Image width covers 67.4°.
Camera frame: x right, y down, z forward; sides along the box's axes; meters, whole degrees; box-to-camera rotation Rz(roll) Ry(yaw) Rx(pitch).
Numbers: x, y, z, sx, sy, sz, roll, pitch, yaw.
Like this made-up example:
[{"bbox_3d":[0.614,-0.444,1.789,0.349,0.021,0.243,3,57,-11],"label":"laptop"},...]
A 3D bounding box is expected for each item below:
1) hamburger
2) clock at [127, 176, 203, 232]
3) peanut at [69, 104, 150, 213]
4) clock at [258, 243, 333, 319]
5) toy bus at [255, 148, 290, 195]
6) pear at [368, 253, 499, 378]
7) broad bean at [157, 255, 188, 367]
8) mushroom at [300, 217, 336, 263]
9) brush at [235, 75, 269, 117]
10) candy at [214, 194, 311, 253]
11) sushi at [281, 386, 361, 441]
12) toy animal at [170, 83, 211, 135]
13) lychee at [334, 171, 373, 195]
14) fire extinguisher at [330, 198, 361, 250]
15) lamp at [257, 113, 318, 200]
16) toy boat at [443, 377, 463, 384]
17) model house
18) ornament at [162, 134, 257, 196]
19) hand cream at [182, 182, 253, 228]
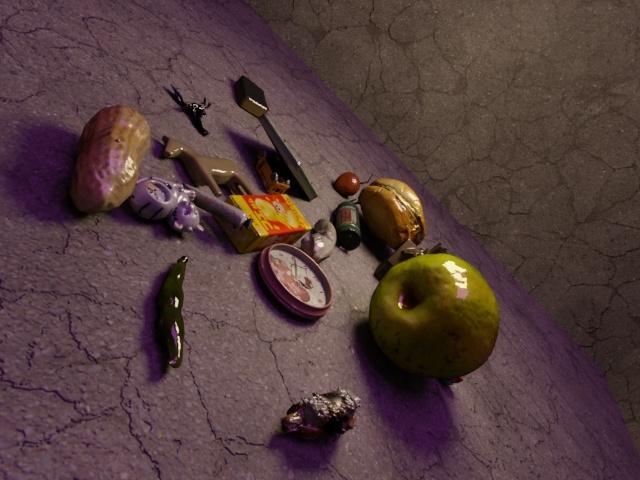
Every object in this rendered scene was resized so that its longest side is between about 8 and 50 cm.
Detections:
[{"bbox_3d":[0.278,-0.100,1.890,0.314,0.170,0.289,34,-34,49],"label":"hamburger"},{"bbox_3d":[-0.351,-0.073,1.095,0.176,0.080,0.117,13,41,-52],"label":"clock"},{"bbox_3d":[-0.449,-0.177,1.024,0.149,0.149,0.313,28,33,-34],"label":"peanut"},{"bbox_3d":[-0.067,0.108,1.296,0.244,0.056,0.244,34,26,-20],"label":"clock"},{"bbox_3d":[-0.166,-0.230,1.615,0.070,0.074,0.162,13,42,-47],"label":"toy bus"},{"bbox_3d":[0.342,0.228,1.402,0.391,0.391,0.391,36,27,-22],"label":"pear"},{"bbox_3d":[-0.291,0.125,0.941,0.060,0.043,0.297,40,23,-37],"label":"broad bean"},{"bbox_3d":[0.002,0.000,1.528,0.278,0.097,0.099,-59,149,-66],"label":"mushroom"},{"bbox_3d":[-0.283,-0.593,1.983,0.123,0.059,0.197,28,31,-37],"label":"brush"},{"bbox_3d":[-0.156,-0.053,1.359,0.146,0.088,0.276,54,26,12],"label":"candy"},{"bbox_3d":[0.015,0.364,0.997,0.226,0.103,0.097,1,49,-46],"label":"sushi"},{"bbox_3d":[-0.410,-0.428,1.565,0.220,0.062,0.108,51,44,7],"label":"toy animal"},{"bbox_3d":[0.131,-0.238,2.038,0.140,0.114,0.101,17,68,-8],"label":"lychee"},{"bbox_3d":[0.098,-0.080,1.785,0.294,0.118,0.093,-87,164,-57],"label":"fire extinguisher"},{"bbox_3d":[-0.113,-0.291,1.705,0.266,0.047,0.269,56,1,23],"label":"lamp"},{"bbox_3d":[0.397,0.403,1.579,0.069,0.058,0.172,16,32,-48],"label":"toy boat"},{"bbox_3d":[0.347,0.107,1.714,0.211,0.243,0.204,46,25,-3],"label":"model house"},{"bbox_3d":[-0.320,-0.198,1.348,0.244,0.061,0.230,52,28,22],"label":"ornament"},{"bbox_3d":[-0.262,-0.082,1.202,0.195,0.067,0.042,25,58,1],"label":"hand cream"}]
